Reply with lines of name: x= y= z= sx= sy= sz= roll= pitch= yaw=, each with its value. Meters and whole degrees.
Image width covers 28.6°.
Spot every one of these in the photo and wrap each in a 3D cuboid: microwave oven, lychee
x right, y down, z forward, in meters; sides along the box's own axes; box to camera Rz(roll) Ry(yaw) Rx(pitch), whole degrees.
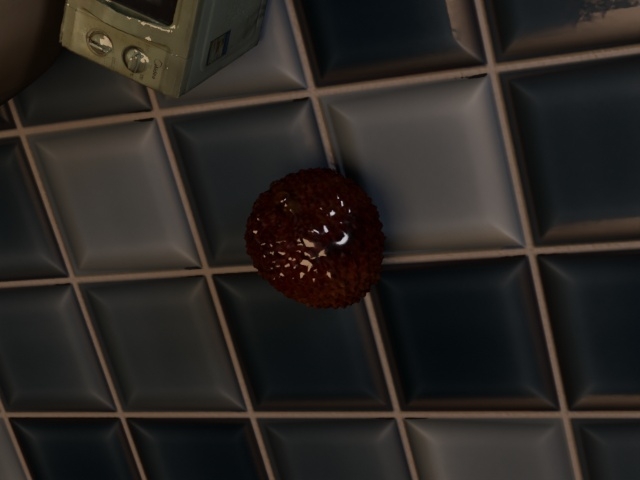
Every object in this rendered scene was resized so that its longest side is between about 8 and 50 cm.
microwave oven: x=-0.114 y=-0.246 z=1.002 sx=0.129 sy=0.163 sz=0.205 roll=25 pitch=123 yaw=12
lychee: x=-0.002 y=0.003 z=1.107 sx=0.123 sy=0.123 sz=0.129 roll=-3 pitch=122 yaw=27

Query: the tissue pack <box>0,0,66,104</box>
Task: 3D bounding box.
tissue pack: x=-0.388 y=-0.277 z=1.053 sx=0.277 sy=0.267 sz=0.387 roll=-33 pitch=97 yaw=38
